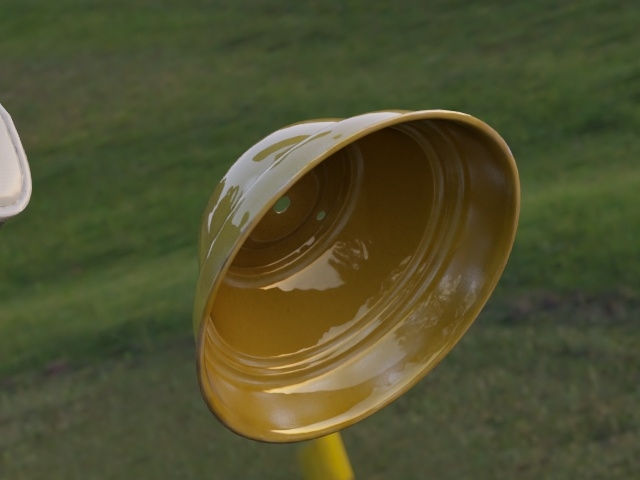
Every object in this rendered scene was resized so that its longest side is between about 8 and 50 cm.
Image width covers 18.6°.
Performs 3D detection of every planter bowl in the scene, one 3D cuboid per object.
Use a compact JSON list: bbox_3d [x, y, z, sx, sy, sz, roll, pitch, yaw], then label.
[{"bbox_3d":[0.000,0.000,1.082,0.217,0.217,0.090,-25,47,-25],"label":"planter bowl"}]

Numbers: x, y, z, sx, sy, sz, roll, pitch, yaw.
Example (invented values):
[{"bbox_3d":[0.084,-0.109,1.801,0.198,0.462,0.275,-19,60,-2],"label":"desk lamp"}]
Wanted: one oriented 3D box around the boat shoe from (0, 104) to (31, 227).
[{"bbox_3d":[-0.376,-0.153,1.904,0.127,0.340,0.113,-8,-21,-43],"label":"boat shoe"}]
